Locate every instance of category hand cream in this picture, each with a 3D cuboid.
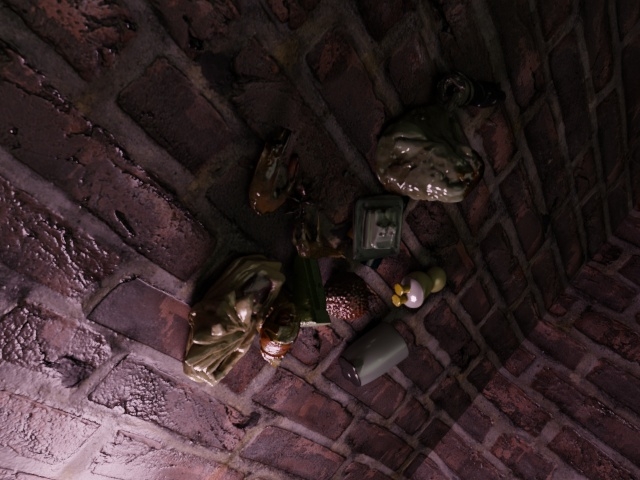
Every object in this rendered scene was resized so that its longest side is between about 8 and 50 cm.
[{"bbox_3d":[0.217,-0.037,1.912,0.120,0.061,0.270,17,100,-49],"label":"hand cream"}]

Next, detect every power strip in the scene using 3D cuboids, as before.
[{"bbox_3d":[0.197,-0.038,1.825,0.199,0.065,0.212,-9,108,-31],"label":"power strip"}]

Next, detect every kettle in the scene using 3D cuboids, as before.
[{"bbox_3d":[0.184,0.443,2.152,0.237,0.161,0.221,-32,166,-21],"label":"kettle"}]

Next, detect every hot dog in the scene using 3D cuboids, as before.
[{"bbox_3d":[-0.125,0.266,1.635,0.103,0.146,0.213,21,131,-8],"label":"hot dog"}]

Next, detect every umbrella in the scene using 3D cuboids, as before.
[{"bbox_3d":[0.487,-0.472,1.839,0.358,0.106,0.113,-11,133,-47],"label":"umbrella"}]

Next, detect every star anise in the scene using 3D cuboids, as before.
[{"bbox_3d":[-0.045,-0.115,1.612,0.129,0.056,0.124,14,104,-60],"label":"star anise"}]

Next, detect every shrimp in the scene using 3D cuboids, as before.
[{"bbox_3d":[-0.109,-0.177,1.516,0.173,0.058,0.253,-1,122,-51],"label":"shrimp"}]

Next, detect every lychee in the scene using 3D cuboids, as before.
[{"bbox_3d":[0.092,0.179,1.863,0.198,0.165,0.165,-12,127,-17],"label":"lychee"}]

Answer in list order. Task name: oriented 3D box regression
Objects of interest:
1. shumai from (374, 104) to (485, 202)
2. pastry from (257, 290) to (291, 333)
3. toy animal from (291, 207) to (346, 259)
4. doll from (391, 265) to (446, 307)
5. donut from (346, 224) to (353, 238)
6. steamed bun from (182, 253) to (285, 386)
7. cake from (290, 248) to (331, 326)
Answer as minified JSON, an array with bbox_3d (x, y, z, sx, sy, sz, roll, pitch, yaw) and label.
[{"bbox_3d":[0.353,-0.240,1.735,0.304,0.263,0.309,7,112,-47],"label":"shumai"},{"bbox_3d":[-0.139,0.225,1.745,0.154,0.081,0.153,-15,121,-26],"label":"pastry"},{"bbox_3d":[-0.005,0.008,1.729,0.149,0.054,0.275,-58,139,-18],"label":"toy animal"},{"bbox_3d":[0.385,0.168,2.173,0.296,0.117,0.141,-23,126,-48],"label":"doll"},{"bbox_3d":[0.133,-0.024,1.852,0.083,0.038,0.067,33,90,-47],"label":"donut"},{"bbox_3d":[-0.261,0.230,1.567,0.247,0.189,0.427,29,97,-41],"label":"steamed bun"},{"bbox_3d":[-0.023,0.145,1.720,0.100,0.099,0.235,7,87,-52],"label":"cake"}]
